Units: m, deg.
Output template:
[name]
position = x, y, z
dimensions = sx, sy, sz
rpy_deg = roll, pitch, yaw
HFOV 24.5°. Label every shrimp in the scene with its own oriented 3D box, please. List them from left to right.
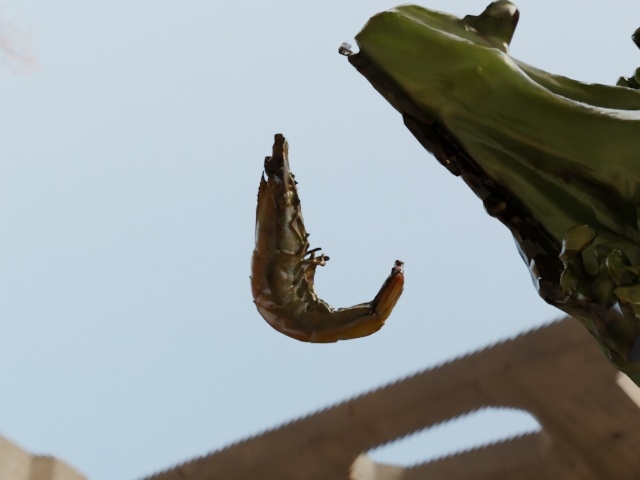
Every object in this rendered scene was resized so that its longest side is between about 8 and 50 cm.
[shrimp]
position = 0.000, 0.000, 0.813
dimensions = 0.091, 0.127, 0.025
rpy_deg = -3, -155, 15

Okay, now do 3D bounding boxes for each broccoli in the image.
[broccoli]
position = 0.163, -0.049, 0.577
dimensions = 0.180, 0.273, 0.242
rpy_deg = -48, 173, 23
